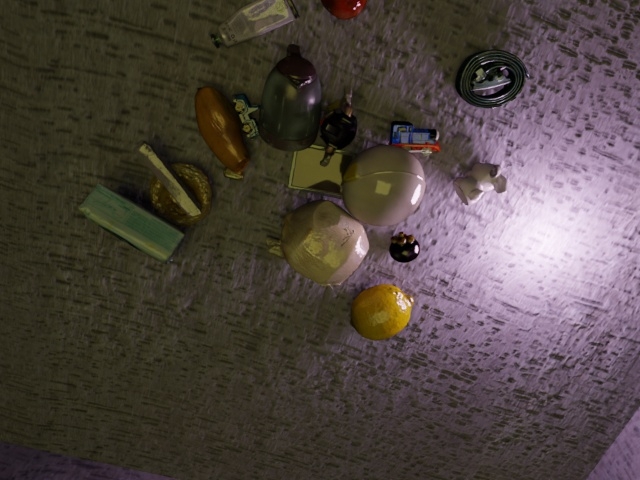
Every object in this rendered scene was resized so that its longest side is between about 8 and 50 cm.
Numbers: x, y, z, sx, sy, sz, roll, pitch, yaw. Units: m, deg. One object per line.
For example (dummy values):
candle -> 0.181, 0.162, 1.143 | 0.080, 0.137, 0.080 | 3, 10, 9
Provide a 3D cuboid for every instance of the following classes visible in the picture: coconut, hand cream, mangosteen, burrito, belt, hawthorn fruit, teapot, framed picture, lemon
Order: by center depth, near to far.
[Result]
hawthorn fruit -> 0.085, -0.874, 1.456 | 0.179, 0.200, 0.179 | 0, 118, 0
teapot -> -0.106, -0.549, 1.544 | 0.233, 0.315, 0.312 | 1, 142, -12
hand cream -> -0.255, -0.826, 1.569 | 0.336, 0.076, 0.121 | -25, 115, 5
belt -> 0.656, -0.617, 1.589 | 0.267, 0.116, 0.206 | 1, 116, 5
coconut -> 0.000, 0.000, 1.746 | 0.360, 0.346, 0.346 | 38, 109, -7
framed picture -> 0.007, -0.301, 1.796 | 0.274, 0.017, 0.217 | 13, 113, -3
mangosteen -> 0.372, 0.026, 1.858 | 0.137, 0.137, 0.151 | -15, 118, 8
burrito -> -0.154, 0.051, 1.924 | 0.226, 0.060, 0.087 | 17, 107, -4
lemon -> 0.282, 0.328, 1.928 | 0.320, 0.245, 0.245 | -27, 109, 11

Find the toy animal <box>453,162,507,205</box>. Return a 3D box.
toy animal -> 0.657, -0.234, 1.714 | 0.193, 0.178, 0.127 | -28, 111, 15

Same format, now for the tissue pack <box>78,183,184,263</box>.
tissue pack -> -0.784, -0.057, 1.775 | 0.388, 0.287, 0.162 | 33, 75, -12

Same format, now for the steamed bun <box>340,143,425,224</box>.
steamed bun -> 0.243, -0.211, 1.637 | 0.334, 0.374, 0.334 | 0, 73, -1

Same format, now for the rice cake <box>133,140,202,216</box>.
rice cake -> -0.617, -0.247, 1.703 | 0.073, 0.056, 0.365 | -36, 105, 7

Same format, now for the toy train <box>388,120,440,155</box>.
toy train -> 0.384, -0.416, 1.700 | 0.204, 0.083, 0.131 | 2, 111, 1

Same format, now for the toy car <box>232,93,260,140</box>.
toy car -> -0.283, -0.504, 1.679 | 0.100, 0.097, 0.191 | -20, 111, 3

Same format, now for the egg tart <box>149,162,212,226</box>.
egg tart -> -0.596, -0.204, 1.805 | 0.288, 0.118, 0.288 | 1, 112, 4

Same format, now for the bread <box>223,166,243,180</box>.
bread -> -0.377, -0.290, 1.806 | 0.088, 0.033, 0.049 | 10, 98, -7

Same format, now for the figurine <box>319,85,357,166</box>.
figurine -> 0.067, -0.436, 1.598 | 0.143, 0.308, 0.308 | -1, 113, -3

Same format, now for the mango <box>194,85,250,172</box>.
mango -> -0.398, -0.440, 1.670 | 0.144, 0.187, 0.359 | -34, 116, -33
